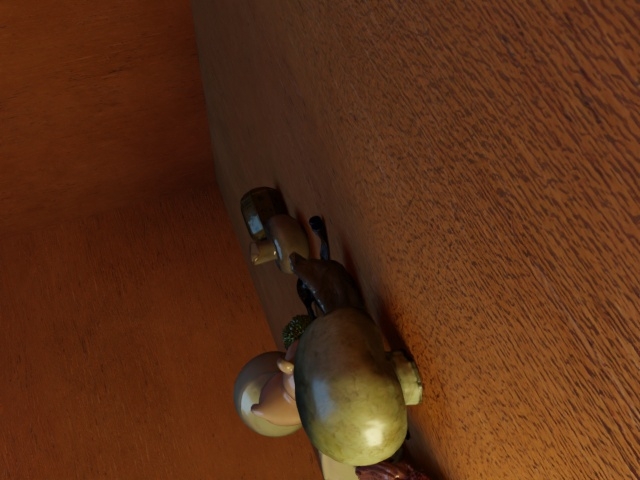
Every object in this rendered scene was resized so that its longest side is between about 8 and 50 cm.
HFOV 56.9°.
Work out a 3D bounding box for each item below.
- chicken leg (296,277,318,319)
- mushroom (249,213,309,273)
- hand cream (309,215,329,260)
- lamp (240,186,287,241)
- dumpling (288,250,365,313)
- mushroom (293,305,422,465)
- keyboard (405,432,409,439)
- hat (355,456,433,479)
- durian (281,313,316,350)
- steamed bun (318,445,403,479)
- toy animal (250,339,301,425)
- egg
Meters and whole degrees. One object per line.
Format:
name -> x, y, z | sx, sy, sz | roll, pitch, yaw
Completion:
chicken leg -> -0.043, 0.202, 2.093 | 0.106, 0.051, 0.253 | 54, 161, 41
mushroom -> -0.138, 0.022, 1.919 | 0.204, 0.204, 0.204 | 163, 90, -77
hand cream -> 0.000, 0.000, 1.690 | 0.062, 0.039, 0.163 | -124, 15, -46
lamp -> -0.204, -0.094, 2.149 | 0.161, 0.161, 0.185 | 120, 132, -73
dumpling -> 0.057, 0.141, 1.508 | 0.086, 0.166, 0.332 | -30, 95, 34
mushroom -> 0.074, 0.310, 1.286 | 0.352, 0.261, 0.351 | 169, 90, -80
keyboard -> 0.185, 0.464, 1.553 | 0.204, 0.013, 0.061 | -179, 72, -76
hat -> 0.208, 0.590, 1.380 | 0.237, 0.107, 0.286 | 35, 150, 6
durian -> -0.043, 0.329, 2.036 | 0.198, 0.159, 0.145 | 33, -112, -69
steamed bun -> 0.106, 0.578, 1.597 | 0.170, 0.226, 0.199 | -51, -27, -52
toy animal -> -0.035, 0.392, 1.752 | 0.277, 0.345, 0.246 | -74, -27, -43
egg -> -0.160, 0.524, 2.044 | 0.345, 0.283, 0.282 | -169, 63, -77
